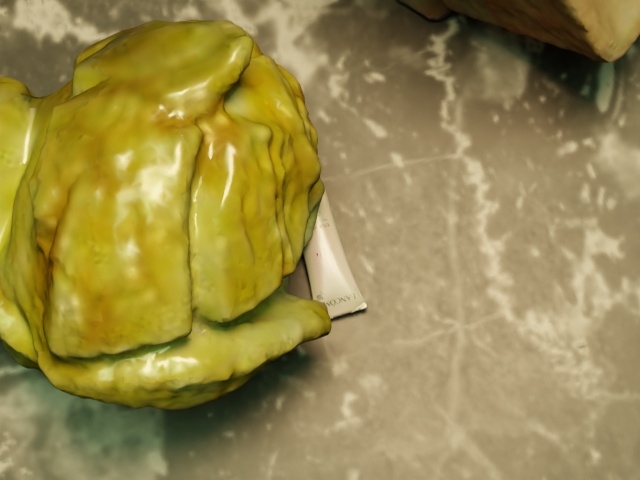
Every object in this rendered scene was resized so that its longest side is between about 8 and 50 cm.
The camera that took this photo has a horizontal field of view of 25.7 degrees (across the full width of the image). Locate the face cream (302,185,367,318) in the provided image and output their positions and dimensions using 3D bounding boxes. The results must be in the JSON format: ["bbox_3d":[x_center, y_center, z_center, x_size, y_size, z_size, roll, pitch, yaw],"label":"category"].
[{"bbox_3d":[0.000,0.000,0.987,0.038,0.020,0.115,-16,79,-1],"label":"face cream"}]

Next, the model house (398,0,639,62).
[{"bbox_3d":[0.084,-0.300,0.919,0.245,0.312,0.280,-53,42,-6],"label":"model house"}]

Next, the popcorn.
[{"bbox_3d":[-0.122,-0.022,0.905,0.276,0.276,0.225,-16,112,-1],"label":"popcorn"}]
